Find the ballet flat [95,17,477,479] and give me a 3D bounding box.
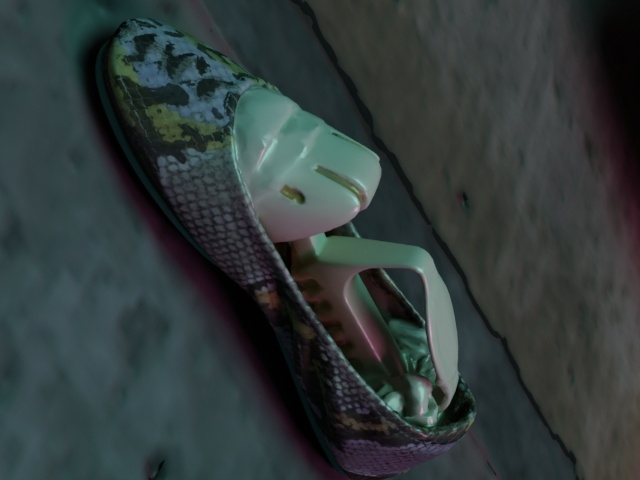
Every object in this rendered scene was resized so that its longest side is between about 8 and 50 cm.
[{"bbox_3d":[0.000,0.000,0.334,0.114,0.041,0.041,59,34,-26],"label":"ballet flat"}]
